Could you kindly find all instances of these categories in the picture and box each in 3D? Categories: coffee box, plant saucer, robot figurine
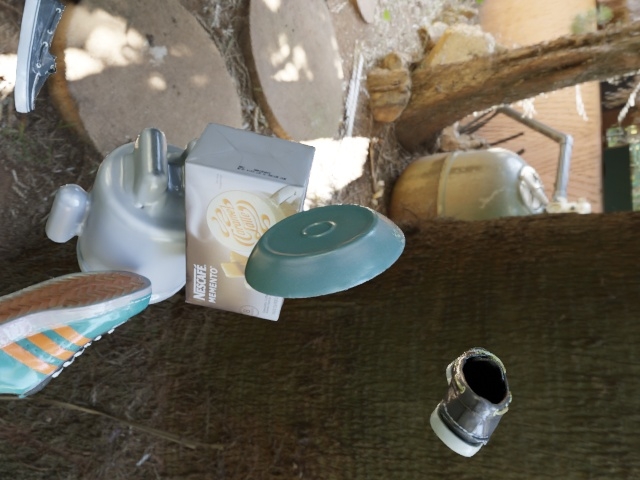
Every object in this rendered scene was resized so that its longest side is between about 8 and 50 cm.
[{"bbox_3d":[-0.100,-0.015,0.662,0.098,0.141,0.246,-79,-177,-48],"label":"coffee box"},{"bbox_3d":[0.000,0.000,0.357,0.119,0.119,0.021,-44,128,-48],"label":"plant saucer"},{"bbox_3d":[-0.286,-0.023,0.827,0.300,0.353,0.199,12,49,-30],"label":"robot figurine"}]

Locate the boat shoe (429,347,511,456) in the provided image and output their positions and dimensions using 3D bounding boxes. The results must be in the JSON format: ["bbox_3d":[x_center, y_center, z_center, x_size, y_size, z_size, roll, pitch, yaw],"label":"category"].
[{"bbox_3d":[0.199,0.178,0.609,0.068,0.081,0.228,-61,164,20],"label":"boat shoe"}]

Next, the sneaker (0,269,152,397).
[{"bbox_3d":[-0.379,0.134,0.677,0.302,0.108,0.121,-18,122,-32],"label":"sneaker"}]

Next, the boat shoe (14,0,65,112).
[{"bbox_3d":[-0.339,-0.222,0.593,0.040,0.049,0.142,9,102,-27],"label":"boat shoe"}]
